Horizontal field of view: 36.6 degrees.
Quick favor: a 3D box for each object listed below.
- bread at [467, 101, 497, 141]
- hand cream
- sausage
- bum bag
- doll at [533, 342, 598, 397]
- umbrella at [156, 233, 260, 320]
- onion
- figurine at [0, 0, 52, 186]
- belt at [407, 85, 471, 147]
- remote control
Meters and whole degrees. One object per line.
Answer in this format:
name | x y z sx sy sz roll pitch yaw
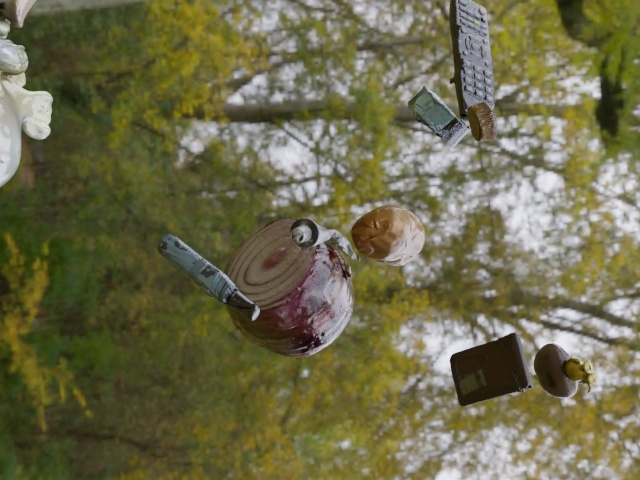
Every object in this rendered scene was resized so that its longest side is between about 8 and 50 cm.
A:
bread | 0.353 -0.255 2.077 0.085 0.053 0.085 165 -90 -85
hand cream | 0.001 -0.004 1.691 0.050 0.084 0.257 -68 159 2
sausage | 0.159 -0.011 2.194 0.241 0.136 0.120 28 44 -68
bum bag | 0.317 0.244 1.812 0.159 0.026 0.109 -24 -114 37
doll | 0.609 0.331 2.399 0.188 0.096 0.145 21 -46 47
umbrella | -0.216 0.072 1.860 0.250 0.052 0.053 36 -6 18
onion | -0.056 0.127 2.142 0.260 0.282 0.336 57 -2 -33
figurine | -0.433 -0.242 1.262 0.274 0.227 0.394 23 80 -65
belt | 0.218 -0.226 1.789 0.058 0.140 0.105 -45 -140 12
remote control | 0.403 -0.476 2.581 0.062 0.145 0.398 -33 -133 46
